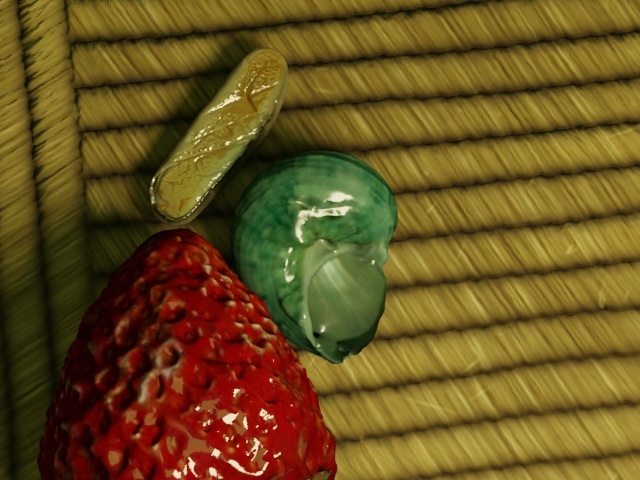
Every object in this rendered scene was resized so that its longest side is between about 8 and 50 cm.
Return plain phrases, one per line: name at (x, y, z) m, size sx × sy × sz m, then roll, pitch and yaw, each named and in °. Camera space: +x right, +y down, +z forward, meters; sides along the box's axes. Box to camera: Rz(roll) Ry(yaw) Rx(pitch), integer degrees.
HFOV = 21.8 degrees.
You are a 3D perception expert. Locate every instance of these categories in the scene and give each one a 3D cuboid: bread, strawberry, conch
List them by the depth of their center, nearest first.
strawberry at (-0.139, 0.172, 1.562) m, size 0.292 × 0.292 × 0.310 m, roll -35°, pitch 60°, yaw -11°
conch at (0.000, -0.003, 1.674) m, size 0.202 × 0.134 × 0.196 m, roll -50°, pitch 129°, yaw -17°
bread at (-0.102, -0.104, 1.716) m, size 0.073 × 0.053 × 0.214 m, roll 35°, pitch 81°, yaw 5°
